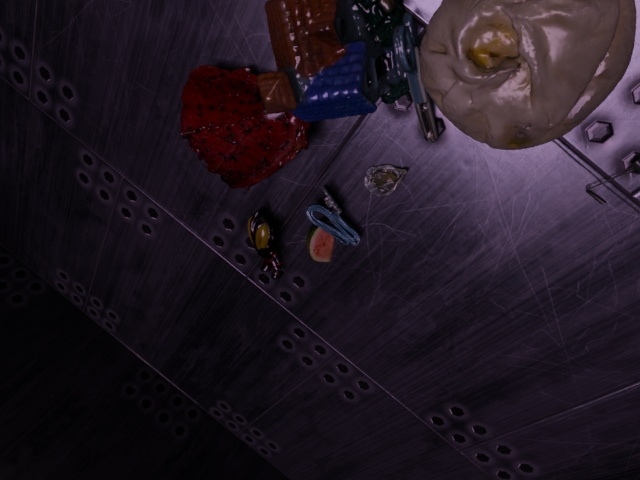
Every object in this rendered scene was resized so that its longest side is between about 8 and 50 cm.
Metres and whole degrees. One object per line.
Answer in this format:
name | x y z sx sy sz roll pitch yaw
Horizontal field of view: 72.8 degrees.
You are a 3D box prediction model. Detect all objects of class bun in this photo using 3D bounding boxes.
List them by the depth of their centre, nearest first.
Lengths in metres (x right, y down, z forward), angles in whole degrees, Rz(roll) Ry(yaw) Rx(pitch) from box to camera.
bun | 0.361 -0.332 0.789 0.365 0.219 0.365 15 129 19

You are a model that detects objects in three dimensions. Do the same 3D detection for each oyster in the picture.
oyster | 0.166 -0.161 1.129 0.100 0.037 0.098 37 114 28

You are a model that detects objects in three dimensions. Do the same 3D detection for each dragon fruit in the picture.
dragon fruit | -0.164 -0.317 1.162 0.329 0.227 0.286 -13 148 13

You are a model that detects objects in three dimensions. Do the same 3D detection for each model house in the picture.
model house | 0.011 -0.385 0.868 0.252 0.329 0.294 6 125 28

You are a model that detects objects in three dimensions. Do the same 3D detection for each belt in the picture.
belt | 0.046 -0.059 1.227 0.179 0.065 0.100 37 98 -17

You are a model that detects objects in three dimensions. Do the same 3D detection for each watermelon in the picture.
watermelon | -0.011 -0.005 1.312 0.069 0.087 0.163 46 140 45

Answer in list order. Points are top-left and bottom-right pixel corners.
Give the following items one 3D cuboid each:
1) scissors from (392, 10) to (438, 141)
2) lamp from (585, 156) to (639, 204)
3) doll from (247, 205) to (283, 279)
scissors | 0.214 -0.337 0.944 0.041 0.138 0.289 -3 133 30
lamp | 0.626 -0.127 0.905 0.054 0.041 0.121 44 127 6
doll | -0.174 0.008 1.376 0.127 0.088 0.248 12 129 20
